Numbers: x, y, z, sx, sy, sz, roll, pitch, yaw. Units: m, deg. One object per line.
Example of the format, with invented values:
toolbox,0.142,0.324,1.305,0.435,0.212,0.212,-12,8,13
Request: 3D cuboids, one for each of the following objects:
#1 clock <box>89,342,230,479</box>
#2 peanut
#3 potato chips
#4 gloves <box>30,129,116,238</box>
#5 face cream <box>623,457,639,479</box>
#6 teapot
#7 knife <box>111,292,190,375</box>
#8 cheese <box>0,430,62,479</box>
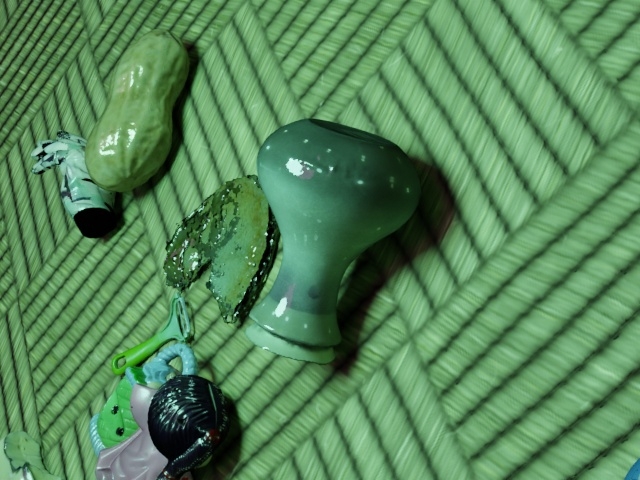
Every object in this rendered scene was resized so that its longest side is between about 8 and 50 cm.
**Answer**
clock,-0.200,0.229,1.467,0.195,0.100,0.194,-47,42,24
peanut,-0.260,-0.190,1.724,0.123,0.123,0.257,9,76,51
potato chips,-0.131,0.010,1.547,0.220,0.029,0.202,1,74,48
gloves,-0.369,-0.103,1.813,0.111,0.127,0.212,-35,52,23
face cream,0.329,0.216,0.849,0.264,0.083,0.149,7,78,51
teapot,0.000,0.000,1.290,0.183,0.183,0.251,33,111,51
knife,-0.230,0.141,1.603,0.166,0.022,0.078,-37,51,34
cheese,-0.474,0.396,1.739,0.249,0.070,0.163,-52,40,20
